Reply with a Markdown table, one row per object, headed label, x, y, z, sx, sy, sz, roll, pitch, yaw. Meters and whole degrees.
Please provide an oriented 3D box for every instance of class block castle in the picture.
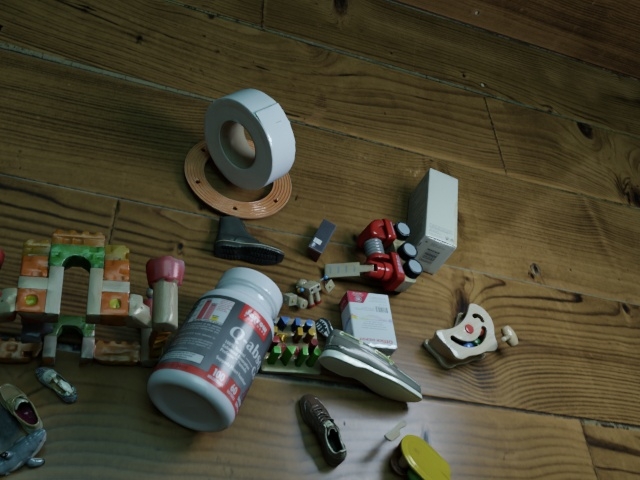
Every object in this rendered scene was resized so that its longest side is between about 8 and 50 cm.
| label | x | y | z | sx | sy | sz | roll | pitch | yaw |
| --- | --- | --- | --- | --- | --- | --- | --- | --- | --- |
| block castle | -0.545 | 0.130 | 1.445 | 0.454 | 0.303 | 0.212 | 5 | 57 | -20 |

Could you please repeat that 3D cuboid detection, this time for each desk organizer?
| label | x | y | z | sx | sy | sz | roll | pitch | yaw |
| --- | --- | --- | --- | --- | --- | --- | --- | --- | --- |
| desk organizer | 0.000 | 0.000 | 1.968 | 0.047 | 0.050 | 0.130 | 29 | 47 | 0 |

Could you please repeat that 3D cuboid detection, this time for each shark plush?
| label | x | y | z | sx | sy | sz | roll | pitch | yaw |
| --- | --- | --- | --- | --- | --- | --- | --- | --- | --- |
| shark plush | -0.631 | 0.430 | 1.313 | 0.161 | 0.067 | 0.073 | -15 | 61 | -33 |

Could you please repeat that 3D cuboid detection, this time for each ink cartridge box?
| label | x | y | z | sx | sy | sz | roll | pitch | yaw |
| --- | --- | --- | --- | --- | --- | --- | --- | --- | --- |
| ink cartridge box | 0.129 | 0.235 | 1.817 | 0.128 | 0.072 | 0.175 | 9 | 50 | -19 |

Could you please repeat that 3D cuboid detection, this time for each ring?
| label | x | y | z | sx | sy | sz | roll | pitch | yaw |
| --- | --- | --- | --- | --- | --- | --- | --- | --- | --- |
| ring | -0.253 | -0.194 | 2.027 | 0.337 | 0.032 | 0.336 | 12 | 48 | -14 |

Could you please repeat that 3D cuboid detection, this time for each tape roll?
| label | x | y | z | sx | sy | sz | roll | pitch | yaw |
| --- | --- | --- | --- | --- | --- | --- | --- | --- | --- |
| tape roll | -0.209 | -0.294 | 1.914 | 0.286 | 0.286 | 0.100 | 45 | 48 | 14 |

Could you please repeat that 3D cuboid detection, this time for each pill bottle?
| label | x | y | z | sx | sy | sz | roll | pitch | yaw |
| --- | --- | --- | --- | --- | --- | --- | --- | --- | --- |
| pill bottle | -0.233 | 0.246 | 1.550 | 0.210 | 0.210 | 0.362 | 27 | 47 | -2 |

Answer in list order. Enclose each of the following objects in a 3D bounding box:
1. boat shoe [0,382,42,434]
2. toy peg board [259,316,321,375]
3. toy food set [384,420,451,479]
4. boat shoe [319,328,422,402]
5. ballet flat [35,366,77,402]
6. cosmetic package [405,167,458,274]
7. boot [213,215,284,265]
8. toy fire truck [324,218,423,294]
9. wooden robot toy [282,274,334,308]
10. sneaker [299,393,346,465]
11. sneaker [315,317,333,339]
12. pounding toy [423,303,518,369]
| label | x | y | z | sx | sy | sz | roll | pitch | yaw |
| --- | --- | --- | --- | --- | --- | --- | --- | --- | --- |
| boat shoe | -0.635 | 0.350 | 1.393 | 0.135 | 0.045 | 0.050 | 42 | 48 | 12 |
| toy peg board | -0.074 | 0.258 | 1.703 | 0.161 | 0.079 | 0.160 | 8 | 50 | -20 |
| toy food set | 0.235 | 0.554 | 1.615 | 0.218 | 0.071 | 0.128 | 44 | 25 | 11 |
| boat shoe | 0.141 | 0.328 | 1.696 | 0.305 | 0.109 | 0.091 | 29 | 52 | -17 |
| ballet flat | -0.583 | 0.312 | 1.453 | 0.114 | 0.041 | 0.041 | 37 | 47 | 8 |
| cosmetic package | 0.357 | -0.064 | 2.112 | 0.113 | 0.160 | 0.309 | 21 | 48 | -9 |
| boot | -0.200 | -0.009 | 1.874 | 0.198 | 0.076 | 0.137 | 13 | 44 | -16 |
| toy fire truck | 0.145 | 0.047 | 1.950 | 0.247 | 0.158 | 0.217 | 12 | 49 | -29 |
| wooden robot toy | -0.046 | 0.143 | 1.837 | 0.173 | 0.076 | 0.079 | -24 | 31 | -37 |
| sneaker | 0.015 | 0.447 | 1.591 | 0.066 | 0.071 | 0.188 | -14 | 60 | -32 |
| sneaker | 0.023 | 0.255 | 1.782 | 0.040 | 0.043 | 0.109 | -31 | 52 | -13 |
| pounding toy | 0.442 | 0.255 | 1.887 | 0.270 | 0.155 | 0.154 | -8 | 61 | -30 |
